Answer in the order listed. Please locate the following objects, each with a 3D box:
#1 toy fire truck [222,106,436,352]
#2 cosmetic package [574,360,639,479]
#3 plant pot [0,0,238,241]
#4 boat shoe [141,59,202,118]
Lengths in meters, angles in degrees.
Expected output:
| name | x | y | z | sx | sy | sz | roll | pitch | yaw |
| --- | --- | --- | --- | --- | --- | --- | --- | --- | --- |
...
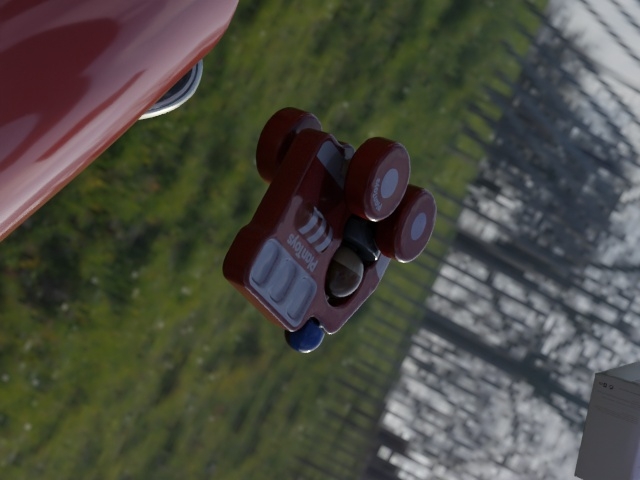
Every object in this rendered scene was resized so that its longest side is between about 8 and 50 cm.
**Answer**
| name | x | y | z | sx | sy | sz | roll | pitch | yaw |
| --- | --- | --- | --- | --- | --- | --- | --- | --- | --- |
| toy fire truck | 0.000 | 0.000 | 1.849 | 0.254 | 0.169 | 0.302 | -61 | 150 | -14 |
| cosmetic package | 0.317 | 0.158 | 1.365 | 0.239 | 0.060 | 0.099 | -5 | 106 | -53 |
| plant pot | -0.181 | -0.125 | 0.680 | 0.243 | 0.275 | 0.275 | -37 | 167 | -44 |
| boat shoe | -0.178 | -0.121 | 0.909 | 0.070 | 0.219 | 0.078 | -175 | -85 | -79 |
